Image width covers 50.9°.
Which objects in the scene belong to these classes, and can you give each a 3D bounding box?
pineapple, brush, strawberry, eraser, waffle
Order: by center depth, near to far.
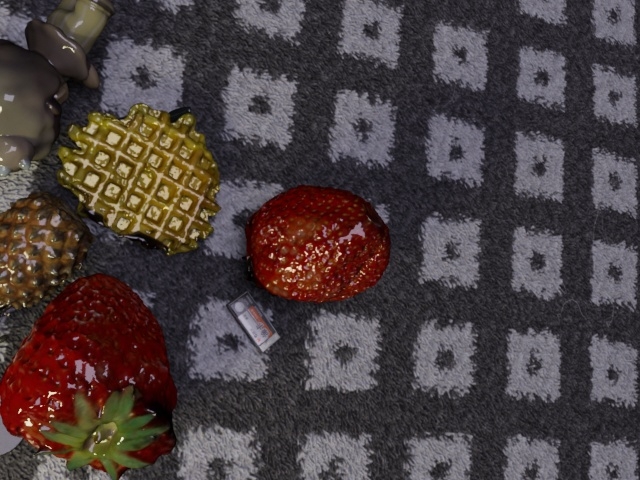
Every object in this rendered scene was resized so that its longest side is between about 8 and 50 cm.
[{"bbox_3d":[-0.396,0.234,1.159,0.292,0.310,0.291,-11,118,-20],"label":"strawberry"},{"bbox_3d":[-0.562,0.077,1.165,0.361,0.175,0.175,-44,99,-6],"label":"pineapple"},{"bbox_3d":[-0.347,-0.117,1.315,0.312,0.060,0.307,-7,88,-22],"label":"waffle"},{"bbox_3d":[0.000,0.000,1.322,0.250,0.288,0.238,-6,74,-43],"label":"strawberry"},{"bbox_3d":[-0.347,-0.233,1.360,0.194,0.016,0.062,-25,98,-22],"label":"brush"},{"bbox_3d":[-0.138,0.166,1.378,0.052,0.029,0.122,-38,97,-22],"label":"eraser"}]

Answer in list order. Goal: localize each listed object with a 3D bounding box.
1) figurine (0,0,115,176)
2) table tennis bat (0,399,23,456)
[{"bbox_3d":[-0.516,-0.296,1.192,0.248,0.203,0.380,29,72,18],"label":"figurine"},{"bbox_3d":[-0.633,0.320,1.163,0.235,0.022,0.131,-1,83,-24],"label":"table tennis bat"}]
